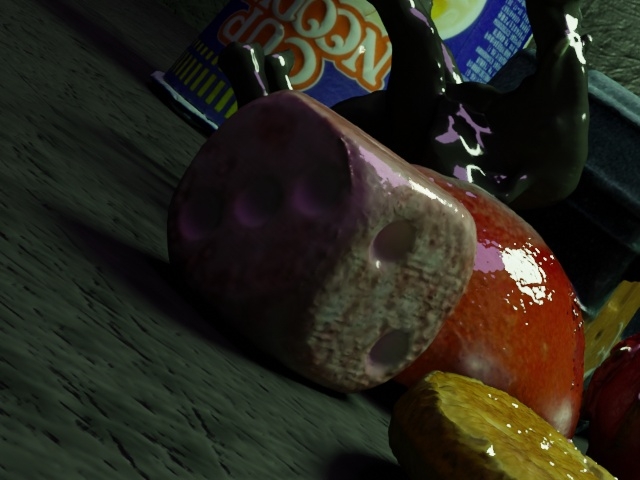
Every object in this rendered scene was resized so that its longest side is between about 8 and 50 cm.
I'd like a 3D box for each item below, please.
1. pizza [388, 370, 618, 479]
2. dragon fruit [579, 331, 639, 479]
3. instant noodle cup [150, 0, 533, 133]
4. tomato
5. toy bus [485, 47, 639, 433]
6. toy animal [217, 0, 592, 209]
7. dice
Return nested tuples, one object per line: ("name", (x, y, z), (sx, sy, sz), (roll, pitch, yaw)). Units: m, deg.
("pizza", (0.077, 0.098, 0.536), (0.134, 0.046, 0.175), (35, 6, 2))
("dragon fruit", (0.200, 0.108, 0.791), (0.166, 0.136, 0.133), (58, 3, 17))
("instant noodle cup", (0.058, -0.181, 1.371), (0.284, 0.312, 0.284), (36, 6, -4))
("tomato", (0.057, 0.021, 0.788), (0.173, 0.099, 0.189), (27, 8, -43))
("toy bus", (0.185, 0.018, 1.080), (0.162, 0.194, 0.323), (40, 7, 29))
("toy animal", (0.052, -0.067, 0.882), (0.114, 0.245, 0.146), (-8, 77, -47))
("dice", (0.000, 0.000, 0.663), (0.094, 0.091, 0.093), (27, 10, -49))
